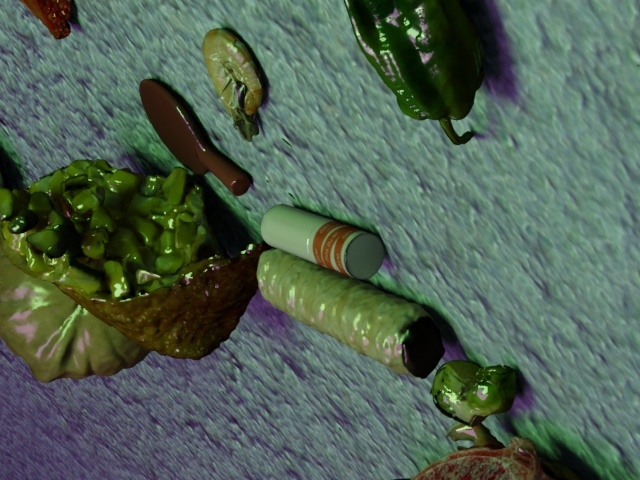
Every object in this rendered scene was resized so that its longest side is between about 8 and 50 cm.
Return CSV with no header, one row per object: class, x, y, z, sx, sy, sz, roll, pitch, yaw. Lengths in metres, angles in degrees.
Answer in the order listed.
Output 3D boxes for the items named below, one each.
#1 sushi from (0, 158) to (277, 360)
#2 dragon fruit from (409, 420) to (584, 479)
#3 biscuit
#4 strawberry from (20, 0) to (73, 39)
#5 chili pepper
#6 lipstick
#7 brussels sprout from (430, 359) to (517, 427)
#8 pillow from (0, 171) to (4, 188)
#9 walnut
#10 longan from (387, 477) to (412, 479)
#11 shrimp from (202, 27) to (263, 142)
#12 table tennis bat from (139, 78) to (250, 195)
sushi,-0.180,0.003,1.686,0.296,0.167,0.179,37,157,40
dragon fruit,0.130,0.240,1.398,0.282,0.211,0.147,-22,112,41
biscuit,0.023,0.056,1.513,0.219,0.055,0.061,22,138,53
strawberry,-0.274,-0.248,1.685,0.152,0.048,0.104,64,160,-16
chili pepper,0.064,-0.125,1.144,0.072,0.073,0.204,7,132,44
lipstick,0.000,0.000,1.499,0.130,0.038,0.038,21,141,55
brussels sprout,0.119,0.117,1.417,0.051,0.046,0.083,62,157,-14
pillow,-0.466,-0.058,2.273,0.255,0.119,0.322,42,153,24
walnut,-0.251,0.053,1.908,0.213,0.213,0.213,44,157,24
longan,0.093,0.289,1.602,0.204,0.159,0.185,13,174,2
shrimp,-0.062,-0.121,1.472,0.059,0.023,0.108,17,139,44
table tennis bat,-0.114,-0.086,1.636,0.154,0.019,0.098,40,157,36
